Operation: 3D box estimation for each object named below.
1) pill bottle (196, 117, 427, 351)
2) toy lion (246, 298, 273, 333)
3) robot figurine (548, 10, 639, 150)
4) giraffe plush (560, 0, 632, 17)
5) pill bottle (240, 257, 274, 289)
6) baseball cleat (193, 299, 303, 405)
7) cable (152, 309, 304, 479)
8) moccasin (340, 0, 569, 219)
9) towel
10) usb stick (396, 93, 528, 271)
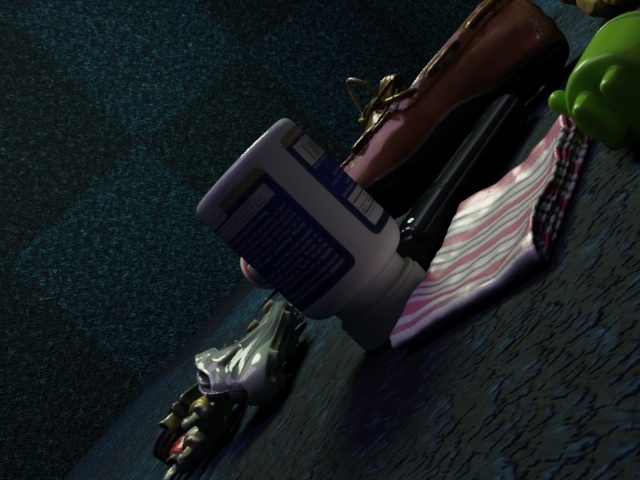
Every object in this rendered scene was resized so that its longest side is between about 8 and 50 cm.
[{"bbox_3d":[0.000,0.000,0.644,0.112,0.187,0.112,-46,5,5],"label":"pill bottle"},{"bbox_3d":[-0.106,0.153,1.236,0.096,0.034,0.100,-52,1,34],"label":"toy lion"},{"bbox_3d":[0.202,-0.106,0.505,0.115,0.067,0.101,-51,1,-42],"label":"robot figurine"},{"bbox_3d":[0.368,-0.387,0.902,0.170,0.210,0.181,-24,35,-8],"label":"giraffe plush"},{"bbox_3d":[-0.077,0.015,1.619,0.193,0.108,0.108,-41,7,42],"label":"pill bottle"},{"bbox_3d":[-0.081,0.119,0.858,0.109,0.072,0.206,-5,12,7],"label":"baseball cleat"},{"bbox_3d":[-0.102,0.188,0.938,0.287,0.072,0.139,-33,-25,-53],"label":"cable"},{"bbox_3d":[0.115,-0.151,0.943,0.380,0.147,0.139,-45,-25,15],"label":"moccasin"},{"bbox_3d":[0.126,-0.009,0.579,0.144,0.029,0.197,-43,6,41],"label":"towel"},{"bbox_3d":[0.141,-0.060,0.780,0.278,0.045,0.077,-51,-2,-40],"label":"usb stick"}]
